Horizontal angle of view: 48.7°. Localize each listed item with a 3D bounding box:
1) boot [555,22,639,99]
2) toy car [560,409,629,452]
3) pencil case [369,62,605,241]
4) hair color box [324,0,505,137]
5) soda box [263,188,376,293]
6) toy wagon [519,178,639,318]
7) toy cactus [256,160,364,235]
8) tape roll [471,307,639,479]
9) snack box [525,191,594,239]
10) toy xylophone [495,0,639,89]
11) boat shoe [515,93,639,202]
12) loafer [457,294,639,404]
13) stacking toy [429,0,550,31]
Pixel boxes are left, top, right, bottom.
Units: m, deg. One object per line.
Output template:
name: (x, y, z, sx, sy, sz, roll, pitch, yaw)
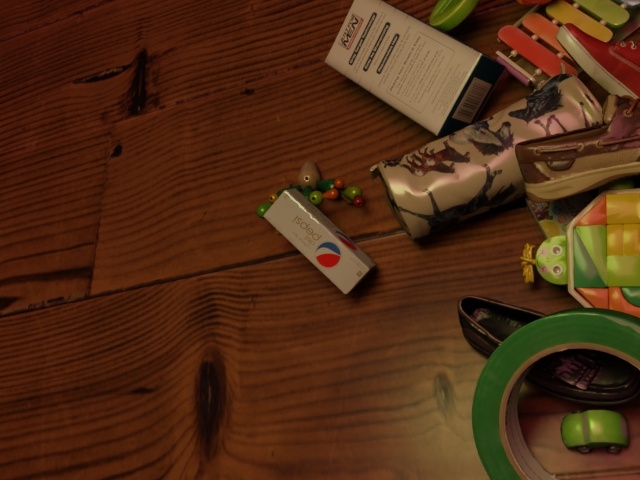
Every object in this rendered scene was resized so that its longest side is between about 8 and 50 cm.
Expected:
boot: (0.546, -0.336, 1.218, 0.244, 0.088, 0.176, 37, 117, -3)
toy car: (0.467, 0.276, 1.034, 0.225, 0.053, 0.239, -8, 61, 20)
pencil case: (0.296, -0.148, 1.277, 0.410, 0.160, 0.183, -25, 56, 10)
hair color box: (0.182, -0.358, 1.438, 0.347, 0.105, 0.173, 42, 113, 34)
soda box: (0.000, 0.000, 1.320, 0.216, 0.074, 0.069, 43, 105, 7)
toy wagon: (0.486, 0.034, 1.107, 0.345, 0.068, 0.267, -2, 79, 24)
toy cactus: (-0.017, -0.091, 1.441, 0.219, 0.112, 0.180, -18, 39, 17)
tape roll: (0.377, 0.256, 0.988, 0.321, 0.077, 0.321, 0, 91, 30)
snack box: (0.433, -0.035, 1.229, 0.100, 0.037, 0.141, -24, 56, 9)
toy xylophone: (0.481, -0.421, 1.390, 0.323, 0.081, 0.236, -44, 54, -4)
boat shoe: (0.475, -0.170, 1.104, 0.342, 0.123, 0.123, -19, 13, 22)
loafer: (0.340, 0.163, 1.099, 0.303, 0.095, 0.109, 20, 68, 43)
stacking toy: (0.372, -0.540, 1.475, 0.279, 0.130, 0.309, -39, 26, 36)
